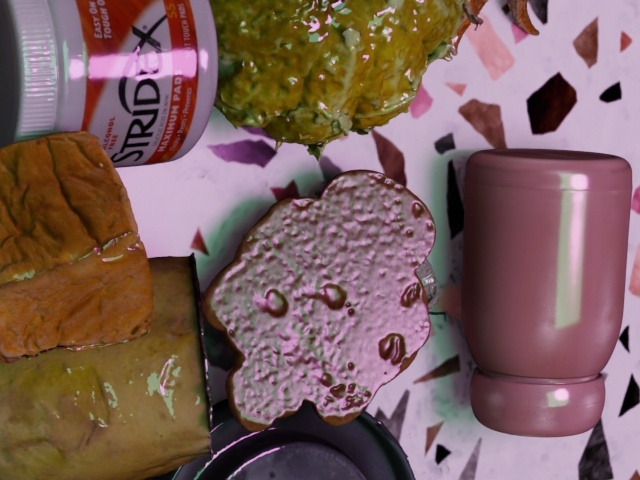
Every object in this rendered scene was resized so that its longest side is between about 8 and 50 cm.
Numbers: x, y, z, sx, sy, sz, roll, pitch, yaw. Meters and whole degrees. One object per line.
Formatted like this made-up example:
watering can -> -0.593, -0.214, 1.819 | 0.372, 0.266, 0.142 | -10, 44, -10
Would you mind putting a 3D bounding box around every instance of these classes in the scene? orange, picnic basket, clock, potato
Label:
orange -> -0.007, -0.235, 1.785 | 0.300, 0.223, 0.301 | 37, 78, -23
picnic basket -> 0.090, 0.049, 1.956 | 0.083, 0.083, 0.065 | -34, 106, -26
clock -> -0.044, 0.303, 1.918 | 0.319, 0.066, 0.318 | -4, 98, -30
potato -> -0.227, 0.127, 1.725 | 0.266, 0.229, 0.229 | -5, 99, -9

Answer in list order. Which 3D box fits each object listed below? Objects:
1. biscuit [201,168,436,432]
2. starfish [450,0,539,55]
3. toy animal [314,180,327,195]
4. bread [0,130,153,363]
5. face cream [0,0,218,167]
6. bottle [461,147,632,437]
biscuit -> 0.003, 0.063, 1.872 | 0.208, 0.041, 0.290 | 39, 75, -8
starfish -> 0.179, -0.329, 1.927 | 0.301, 0.084, 0.293 | 2, 97, -59
toy animal -> -0.002, -0.016, 1.919 | 0.217, 0.041, 0.075 | -17, 106, -23
bread -> -0.228, 0.008, 1.596 | 0.143, 0.158, 0.149 | -17, 64, -16
face cream -> -0.212, -0.160, 1.680 | 0.187, 0.201, 0.201 | -7, 100, -30
bottle -> 0.240, 0.055, 2.002 | 0.206, 0.173, 0.296 | -12, 104, -64
